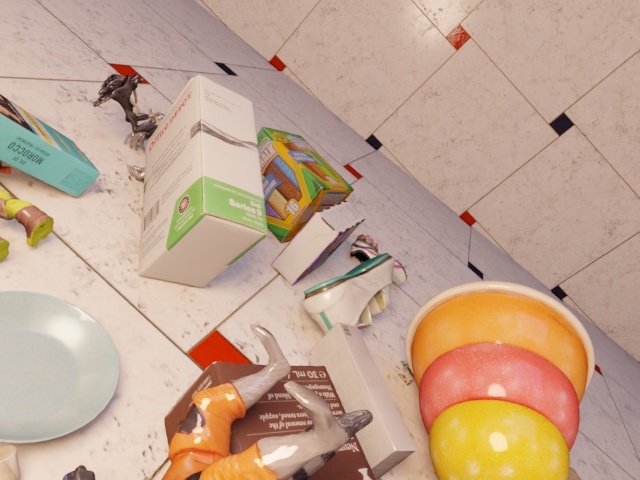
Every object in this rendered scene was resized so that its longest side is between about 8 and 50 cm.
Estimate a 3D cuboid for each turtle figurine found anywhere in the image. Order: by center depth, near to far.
[{"bbox_3d":[-0.469,-0.077,0.623,0.217,0.087,0.269,42,20,-2],"label":"turtle figurine"}]

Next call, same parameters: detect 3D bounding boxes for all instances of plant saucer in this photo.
[{"bbox_3d":[-0.328,0.141,0.518,0.195,0.037,0.195,31,25,-17],"label":"plant saucer"}]

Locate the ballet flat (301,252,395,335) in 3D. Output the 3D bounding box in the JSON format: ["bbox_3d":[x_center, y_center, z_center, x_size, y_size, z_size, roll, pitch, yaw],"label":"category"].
[{"bbox_3d":[0.086,0.125,1.044,0.139,0.139,0.400,46,23,13],"label":"ballet flat"}]

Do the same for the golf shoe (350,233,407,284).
[{"bbox_3d":[0.159,0.070,1.310,0.186,0.067,0.086,39,51,-3],"label":"golf shoe"}]

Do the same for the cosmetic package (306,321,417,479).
[{"bbox_3d":[0.061,0.264,0.788,0.060,0.099,0.239,22,31,-40],"label":"cosmetic package"}]

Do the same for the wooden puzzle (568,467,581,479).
[{"bbox_3d":[0.489,0.592,0.871,0.348,0.080,0.322,26,28,-37],"label":"wooden puzzle"}]

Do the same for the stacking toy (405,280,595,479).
[{"bbox_3d":[0.281,0.319,0.766,0.351,0.350,0.480,39,33,-2],"label":"stacking toy"}]

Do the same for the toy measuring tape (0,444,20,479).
[{"bbox_3d":[-0.270,0.270,0.289,0.121,0.121,0.330,37,19,-7],"label":"toy measuring tape"}]

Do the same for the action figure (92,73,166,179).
[{"bbox_3d":[-0.347,-0.209,0.975,0.275,0.141,0.164,54,1,-42],"label":"action figure"}]

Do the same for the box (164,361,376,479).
[{"bbox_3d":[-0.027,0.328,0.508,0.191,0.143,0.381,16,35,-42],"label":"box"}]

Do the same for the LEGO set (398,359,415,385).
[{"bbox_3d":[0.202,0.288,1.031,0.054,0.023,0.083,39,24,-3],"label":"LEGO set"}]

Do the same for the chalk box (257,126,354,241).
[{"bbox_3d":[-0.095,-0.163,1.191,0.289,0.179,0.180,48,25,16],"label":"chalk box"}]

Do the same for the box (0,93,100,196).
[{"bbox_3d":[-0.449,-0.155,0.692,0.100,0.060,0.244,44,-3,18],"label":"box"}]

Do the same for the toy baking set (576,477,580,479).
[{"bbox_3d":[0.480,0.494,0.882,0.256,0.030,0.197,43,21,0],"label":"toy baking set"}]

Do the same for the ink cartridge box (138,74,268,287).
[{"bbox_3d":[-0.205,-0.098,0.796,0.122,0.211,0.289,18,51,-39],"label":"ink cartridge box"}]

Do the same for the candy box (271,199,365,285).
[{"bbox_3d":[0.000,0.000,1.064,0.070,0.165,0.196,45,24,7],"label":"candy box"}]

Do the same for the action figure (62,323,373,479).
[{"bbox_3d":[-0.090,0.251,0.344,0.178,0.330,0.341,39,-8,-28],"label":"action figure"}]
